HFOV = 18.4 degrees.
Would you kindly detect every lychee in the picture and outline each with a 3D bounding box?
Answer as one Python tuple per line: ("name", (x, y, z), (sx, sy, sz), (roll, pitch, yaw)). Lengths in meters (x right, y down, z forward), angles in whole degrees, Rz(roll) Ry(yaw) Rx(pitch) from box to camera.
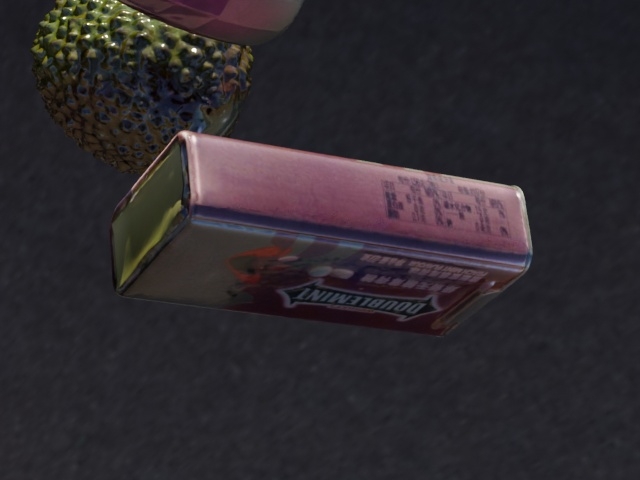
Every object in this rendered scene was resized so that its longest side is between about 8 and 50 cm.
("lychee", (-0.132, -0.128, 1.477), (0.171, 0.171, 0.171), (10, 65, -21))

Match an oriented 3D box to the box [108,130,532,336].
("box", (0.000, 0.000, 1.158), (0.224, 0.120, 0.069), (7, 61, -26))

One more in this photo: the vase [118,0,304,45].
("vase", (-0.100, -0.168, 1.180), (0.214, 0.086, 0.086), (1, 65, -55))
